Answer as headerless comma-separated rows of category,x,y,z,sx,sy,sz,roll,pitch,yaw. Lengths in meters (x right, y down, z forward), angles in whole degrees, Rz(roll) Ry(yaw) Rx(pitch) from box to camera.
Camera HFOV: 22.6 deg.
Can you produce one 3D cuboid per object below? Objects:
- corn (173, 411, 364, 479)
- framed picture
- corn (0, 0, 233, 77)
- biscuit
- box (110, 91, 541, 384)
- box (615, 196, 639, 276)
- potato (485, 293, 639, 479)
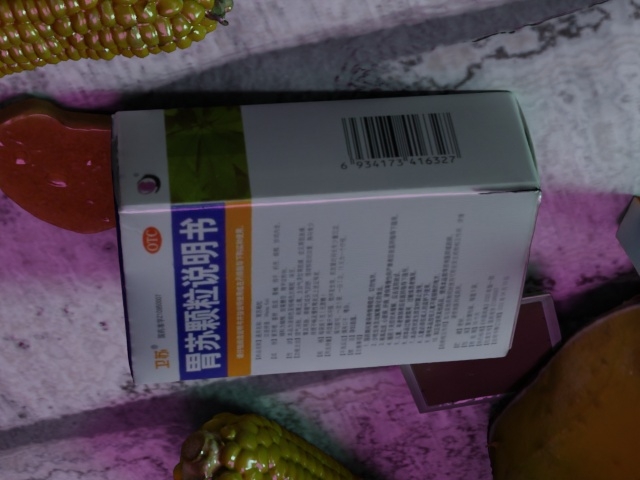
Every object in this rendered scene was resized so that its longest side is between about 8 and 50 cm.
corn,-0.001,0.263,1.501,0.120,0.120,0.363,-27,137,25
framed picture,0.137,0.096,1.374,0.142,0.011,0.183,-11,148,9
corn,-0.214,-0.151,1.035,0.313,0.102,0.102,-10,138,9
biscuit,-0.184,-0.059,1.196,0.118,0.023,0.140,-25,134,19
box,0.000,0.000,1.197,0.300,0.106,0.200,-3,138,-5
box,0.384,0.074,1.196,0.273,0.265,0.048,13,118,-18
potato,0.304,0.268,1.373,0.290,0.296,0.397,16,142,-24
